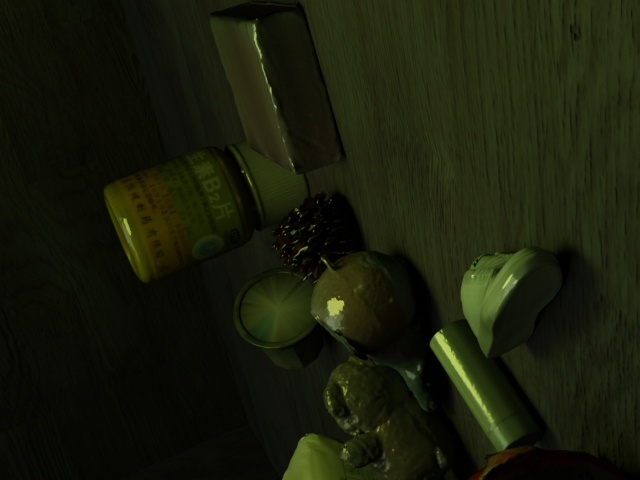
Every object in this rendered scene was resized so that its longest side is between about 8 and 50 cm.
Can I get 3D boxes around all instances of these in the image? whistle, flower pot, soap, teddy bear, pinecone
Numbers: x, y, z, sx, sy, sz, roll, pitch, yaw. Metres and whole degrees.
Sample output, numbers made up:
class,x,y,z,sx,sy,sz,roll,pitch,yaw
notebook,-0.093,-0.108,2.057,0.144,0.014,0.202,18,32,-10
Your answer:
class,x,y,z,sx,sy,sz,roll,pitch,yaw
whistle,0.116,0.143,1.711,0.348,0.189,0.189,51,172,-22
flower pot,-0.073,0.198,2.389,0.212,0.212,0.202,58,177,34
soap,-0.089,-0.284,1.840,0.296,0.107,0.285,35,146,63
teddy bear,0.117,0.326,1.805,0.267,0.236,0.151,44,132,8
pinecone,-0.002,0.008,1.890,0.165,0.163,0.163,56,167,-7

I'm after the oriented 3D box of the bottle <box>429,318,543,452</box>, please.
class,x,y,z,sx,sy,sz,roll,pitch,yaw
bottle,0.237,0.212,1.464,0.201,0.072,0.072,58,163,31

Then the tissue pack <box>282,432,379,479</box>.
class,x,y,z,sx,sy,sz,roll,pitch,yaw
tissue pack,0.083,0.547,1.846,0.380,0.297,0.207,-98,27,-68

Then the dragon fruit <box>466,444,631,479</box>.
class,x,y,z,sx,sy,sz,roll,pitch,yaw
dragon fruit,0.259,0.402,1.241,0.226,0.306,0.305,115,131,-74

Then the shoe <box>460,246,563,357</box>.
class,x,y,z,sx,sy,sz,roll,pitch,yaw
shoe,0.219,0.056,1.255,0.265,0.095,0.110,90,154,-62

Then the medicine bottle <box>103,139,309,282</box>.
class,x,y,z,sx,sy,sz,roll,pitch,yaw
medicine bottle,-0.232,-0.078,2.101,0.224,0.385,0.224,59,163,31
